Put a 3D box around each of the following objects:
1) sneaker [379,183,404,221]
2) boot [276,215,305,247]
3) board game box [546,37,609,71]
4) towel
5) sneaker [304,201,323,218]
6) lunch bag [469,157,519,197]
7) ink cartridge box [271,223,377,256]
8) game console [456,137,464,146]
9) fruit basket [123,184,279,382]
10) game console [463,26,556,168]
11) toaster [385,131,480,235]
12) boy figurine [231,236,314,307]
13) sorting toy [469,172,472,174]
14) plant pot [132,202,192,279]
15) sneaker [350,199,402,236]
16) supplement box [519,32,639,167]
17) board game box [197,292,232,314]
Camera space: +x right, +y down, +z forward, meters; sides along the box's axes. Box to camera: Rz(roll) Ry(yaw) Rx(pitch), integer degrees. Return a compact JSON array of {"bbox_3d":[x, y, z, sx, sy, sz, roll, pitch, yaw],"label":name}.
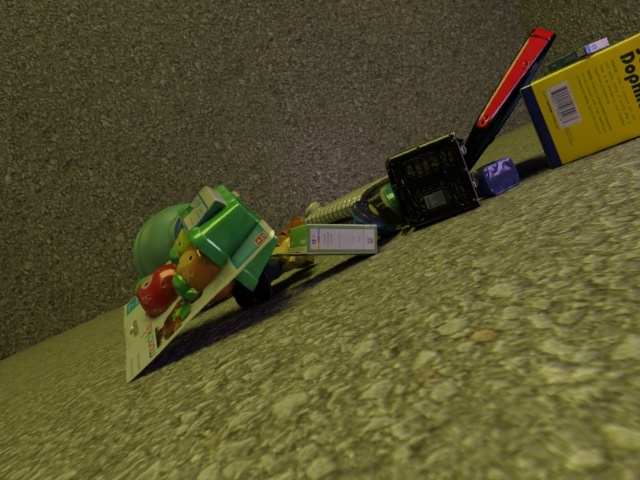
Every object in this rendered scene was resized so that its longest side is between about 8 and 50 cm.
[{"bbox_3d":[0.251,-0.133,1.387,0.121,0.108,0.302,-35,-2,27],"label":"sneaker"},{"bbox_3d":[-0.116,0.006,1.842,0.220,0.109,0.283,-32,16,-33],"label":"boot"},{"bbox_3d":[0.547,-0.394,1.114,0.090,0.020,0.090,-28,7,-30],"label":"board game box"},{"bbox_3d":[0.122,-0.091,1.585,0.235,0.121,0.284,-21,7,42],"label":"towel"},{"bbox_3d":[0.033,-0.067,1.956,0.090,0.115,0.232,-56,-25,12],"label":"sneaker"},{"bbox_3d":[0.383,-0.140,1.159,0.098,0.067,0.065,-25,6,-20],"label":"lunch bag"},{"bbox_3d":[0.000,0.000,1.072,0.209,0.062,0.109,-1,-3,-21],"label":"ink cartridge box"},{"bbox_3d":[0.282,-0.211,1.319,0.124,0.085,0.144,-4,14,-2],"label":"game console"},{"bbox_3d":[-0.260,0.056,1.005,0.353,0.165,0.327,-41,27,-4],"label":"fruit basket"},{"bbox_3d":[0.448,-0.315,1.340,0.342,0.060,0.386,-57,-12,-14],"label":"game console"},{"bbox_3d":[0.239,-0.125,1.137,0.186,0.168,0.110,-21,3,21],"label":"toaster"},{"bbox_3d":[-0.102,0.059,1.196,0.177,0.092,0.285,-22,5,25],"label":"boy figurine"},{"bbox_3d":[0.412,-0.153,1.343,0.075,0.045,0.083,-13,8,24],"label":"sorting toy"},{"bbox_3d":[-0.354,0.015,1.468,0.293,0.293,0.196,-28,-3,-36],"label":"plant pot"},{"bbox_3d":[0.112,-0.038,1.187,0.082,0.069,0.209,-40,-21,21],"label":"sneaker"},{"bbox_3d":[0.648,-0.323,1.133,0.357,0.195,0.194,-22,6,30],"label":"supplement box"},{"bbox_3d":[-0.259,0.085,1.372,0.260,0.136,0.030,-28,8,-36],"label":"board game box"}]
